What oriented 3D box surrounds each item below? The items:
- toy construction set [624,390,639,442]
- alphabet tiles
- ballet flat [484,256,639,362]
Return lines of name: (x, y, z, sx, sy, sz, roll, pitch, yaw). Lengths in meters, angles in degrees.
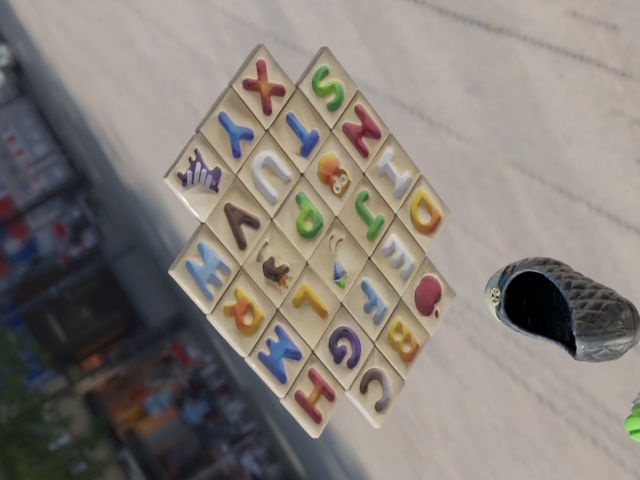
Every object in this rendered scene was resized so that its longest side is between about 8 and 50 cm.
toy construction set: (0.389, 0.198, 1.467, 0.328, 0.151, 0.215, 58, 141, 14)
alphabet tiles: (0.000, 0.000, 1.593, 0.011, 0.285, 0.342, -4, 134, 46)
ballet flat: (0.153, 0.044, 1.163, 0.173, 0.049, 0.057, -163, 70, -66)
